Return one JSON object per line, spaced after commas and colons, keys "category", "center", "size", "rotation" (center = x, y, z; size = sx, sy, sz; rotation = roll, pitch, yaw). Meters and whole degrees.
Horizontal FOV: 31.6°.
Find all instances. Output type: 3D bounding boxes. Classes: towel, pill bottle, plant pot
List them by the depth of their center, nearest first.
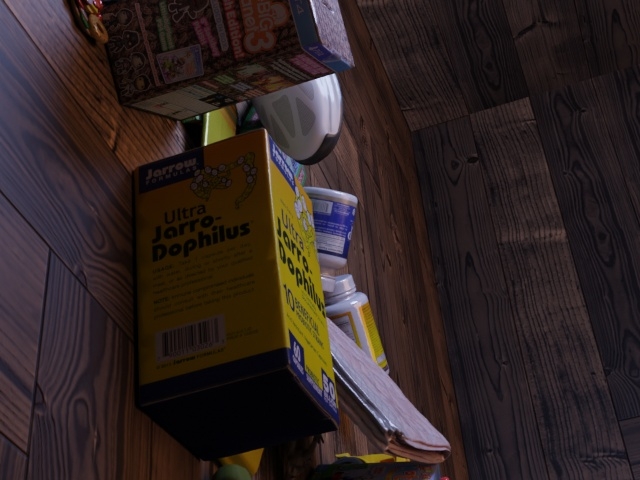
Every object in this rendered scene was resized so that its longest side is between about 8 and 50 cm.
{"category": "plant pot", "center": [-0.111, 0.328, 1.438], "size": [0.079, 0.083, 0.083], "rotation": [-109, 178, -66]}
{"category": "towel", "center": [-0.167, -0.176, 1.812], "size": [0.102, 0.021, 0.237], "rotation": [56, 25, -46]}
{"category": "towel", "center": [0.056, 0.222, 1.830], "size": [0.332, 0.053, 0.317], "rotation": [46, 5, 24]}
{"category": "pill bottle", "center": [0.000, 0.000, 2.127], "size": [0.112, 0.112, 0.186], "rotation": [22, 79, -75]}
{"category": "pill bottle", "center": [0.052, 0.180, 2.217], "size": [0.117, 0.117, 0.215], "rotation": [-44, 118, -76]}

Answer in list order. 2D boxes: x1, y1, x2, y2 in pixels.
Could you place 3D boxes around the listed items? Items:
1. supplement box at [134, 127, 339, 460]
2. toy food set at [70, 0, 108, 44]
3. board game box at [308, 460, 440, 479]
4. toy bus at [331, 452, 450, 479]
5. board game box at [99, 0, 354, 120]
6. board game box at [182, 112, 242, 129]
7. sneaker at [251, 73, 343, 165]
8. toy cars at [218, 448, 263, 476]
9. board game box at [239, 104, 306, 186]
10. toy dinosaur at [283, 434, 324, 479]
{"category": "supplement box", "center": [-0.111, 0.069, 1.458], "size": [0.194, 0.195, 0.356], "rotation": [57, 21, -54]}
{"category": "toy food set", "center": [-0.303, -0.303, 1.479], "size": [0.082, 0.020, 0.083], "rotation": [58, 21, -51]}
{"category": "board game box", "center": [0.085, 0.405, 1.857], "size": [0.160, 0.211, 0.039], "rotation": [-34, 120, -77]}
{"category": "toy bus", "center": [0.124, 0.470, 1.965], "size": [0.220, 0.211, 0.149], "rotation": [-82, 155, -58]}
{"category": "board game box", "center": [-0.126, -0.286, 1.606], "size": [0.232, 0.291, 0.141], "rotation": [0, 75, -78]}
{"category": "board game box", "center": [-0.194, -0.254, 1.882], "size": [0.260, 0.030, 0.136], "rotation": [-14, 86, -78]}
{"category": "sneaker", "center": [-0.139, -0.329, 1.880], "size": [0.257, 0.169, 0.447], "rotation": [-1, 64, -53]}
{"category": "toy cars", "center": [-0.076, 0.224, 1.670], "size": [0.394, 0.087, 0.176], "rotation": [-24, 98, -78]}
{"category": "board game box", "center": [-0.085, -0.160, 2.142], "size": [0.317, 0.046, 0.213], "rotation": [-76, 157, -67]}
{"category": "toy dinosaur", "center": [-0.036, 0.332, 1.757], "size": [0.183, 0.053, 0.092], "rotation": [-68, -176, -52]}
